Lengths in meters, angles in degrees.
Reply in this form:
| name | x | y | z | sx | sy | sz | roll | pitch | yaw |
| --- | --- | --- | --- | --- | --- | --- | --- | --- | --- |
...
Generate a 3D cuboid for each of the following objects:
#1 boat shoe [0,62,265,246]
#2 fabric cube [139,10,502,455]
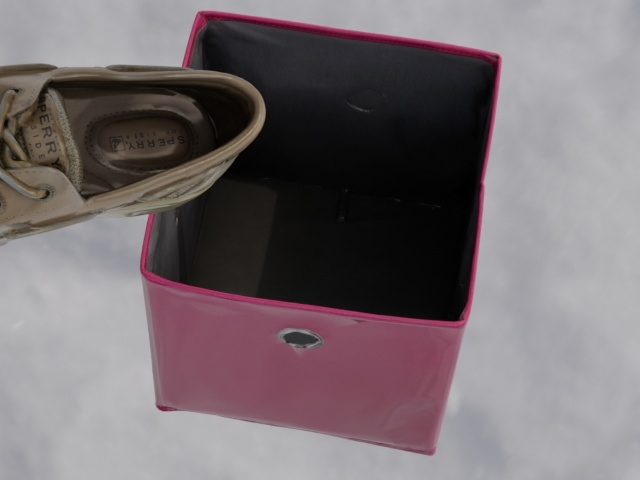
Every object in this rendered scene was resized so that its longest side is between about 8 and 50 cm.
| name | x | y | z | sx | sy | sz | roll | pitch | yaw |
| --- | --- | --- | --- | --- | --- | --- | --- | --- | --- |
| boat shoe | -0.193 | -0.059 | 1.107 | 0.110 | 0.341 | 0.121 | -25 | 82 | 54 |
| fabric cube | 0.000 | 0.000 | 1.473 | 0.254 | 0.259 | 0.258 | 9 | 151 | 2 |
